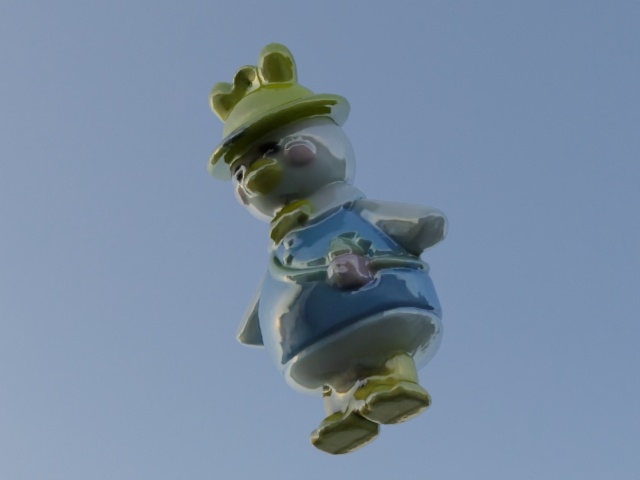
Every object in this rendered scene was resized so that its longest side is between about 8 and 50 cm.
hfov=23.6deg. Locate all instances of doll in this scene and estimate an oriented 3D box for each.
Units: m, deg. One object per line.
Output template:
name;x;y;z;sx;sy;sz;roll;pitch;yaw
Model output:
doll;-0.001;0.000;0.882;0.099;0.241;0.135;-14;-21;-25
